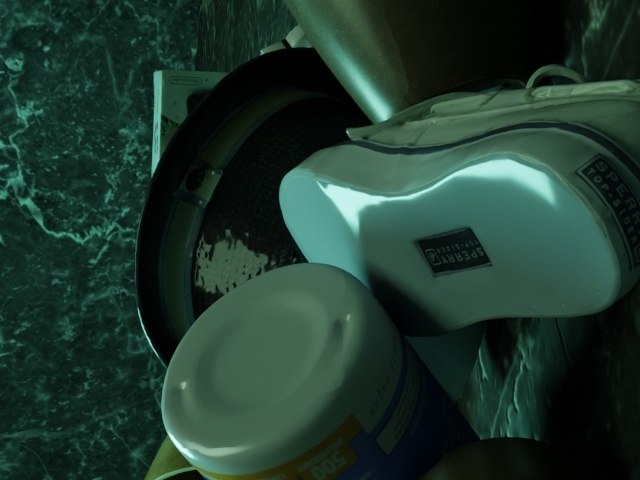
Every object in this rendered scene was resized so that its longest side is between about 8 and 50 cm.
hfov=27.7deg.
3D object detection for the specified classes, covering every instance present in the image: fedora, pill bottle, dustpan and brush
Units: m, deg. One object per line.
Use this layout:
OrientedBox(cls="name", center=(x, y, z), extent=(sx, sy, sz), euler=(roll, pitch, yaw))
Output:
OrientedBox(cls="fedora", center=(0.000, 0.000, 1.136), extent=(0.152, 0.334, 0.334), euler=(16, 107, 43))
OrientedBox(cls="pill bottle", center=(0.028, 0.153, 0.855), extent=(0.272, 0.152, 0.152), euler=(53, -166, -36))
OrientedBox(cls="dustpan and brush", center=(0.087, -0.002, 0.998), extent=(0.060, 0.147, 0.211), euler=(3, 59, 52))

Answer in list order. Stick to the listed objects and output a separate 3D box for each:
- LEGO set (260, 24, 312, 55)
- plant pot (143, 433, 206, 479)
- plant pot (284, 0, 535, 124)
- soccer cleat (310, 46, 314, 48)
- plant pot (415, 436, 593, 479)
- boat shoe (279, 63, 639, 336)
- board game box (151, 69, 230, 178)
OrientedBox(cls="LEGO set", center=(-0.017, -0.100, 1.347), extent=(0.087, 0.093, 0.227), euler=(58, 170, 44))
OrientedBox(cls="plant pot", center=(-0.082, 0.246, 1.520), extent=(0.254, 0.237, 0.237), euler=(-82, 3, -50))
OrientedBox(cls="plant pot", center=(0.064, -0.191, 0.925), extent=(0.215, 0.215, 0.230), euler=(120, 134, -67))
OrientedBox(cls="soccer cleat", center=(0.042, -0.168, 1.327), extent=(0.076, 0.068, 0.196), euler=(65, 170, -20))
OrientedBox(cls="plant pot", center=(0.112, 0.200, 0.706), extent=(0.165, 0.167, 0.167), euler=(-94, 9, -68))
OrientedBox(cls="boat shoe", center=(0.107, -0.040, 0.776), extent=(0.135, 0.156, 0.367), euler=(59, 158, -8))
OrientedBox(cls="board game box", center=(-0.086, -0.041, 1.512), extent=(0.097, 0.224, 0.303), euler=(-158, 70, -75))
